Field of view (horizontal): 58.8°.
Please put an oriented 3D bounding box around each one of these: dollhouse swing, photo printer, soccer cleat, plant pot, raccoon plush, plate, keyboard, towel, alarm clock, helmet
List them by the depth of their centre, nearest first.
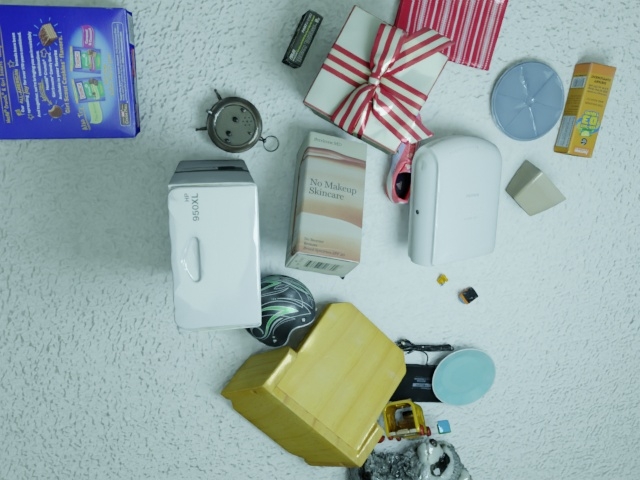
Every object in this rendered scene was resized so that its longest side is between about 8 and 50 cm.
[{"bbox_3d":[-0.183,-0.262,1.334,0.192,0.064,0.129,24,98,-19],"label":"alarm clock"},{"bbox_3d":[0.314,-0.542,1.374,0.275,0.031,0.198,12,102,-14],"label":"towel"},{"bbox_3d":[0.212,-0.211,1.402,0.083,0.095,0.248,6,103,-12],"label":"soccer cleat"},{"bbox_3d":[-0.101,0.164,1.402,0.169,0.169,0.161,33,113,-17],"label":"helmet"},{"bbox_3d":[0.336,-0.105,1.410,0.256,0.107,0.307,-8,106,-35],"label":"photo printer"},{"bbox_3d":[0.554,-0.128,1.489,0.109,0.109,0.096,42,105,-17],"label":"plant pot"},{"bbox_3d":[-0.004,0.371,1.512,0.347,0.315,0.305,43,52,-17],"label":"dollhouse swing"},{"bbox_3d":[0.400,0.380,1.593,0.188,0.024,0.188,-3,110,-8],"label":"plate"},{"bbox_3d":[0.290,0.365,1.597,0.317,0.033,0.201,5,109,-13],"label":"keyboard"},{"bbox_3d":[0.232,0.726,1.631,0.299,0.216,0.446,0,134,-20],"label":"raccoon plush"}]

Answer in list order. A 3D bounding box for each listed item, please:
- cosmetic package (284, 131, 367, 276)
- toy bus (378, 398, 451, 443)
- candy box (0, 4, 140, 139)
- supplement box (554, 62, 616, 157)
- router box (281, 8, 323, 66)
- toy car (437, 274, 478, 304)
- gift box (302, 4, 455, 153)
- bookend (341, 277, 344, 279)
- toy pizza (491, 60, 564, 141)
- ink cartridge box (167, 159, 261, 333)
[{"bbox_3d":[0.014,-0.081,1.308,0.153,0.129,0.296,9,69,-14],"label":"cosmetic package"},{"bbox_3d":[0.239,0.491,1.564,0.191,0.202,0.104,4,64,-26],"label":"toy bus"},{"bbox_3d":[-0.559,-0.354,1.205,0.317,0.122,0.268,-2,105,-11],"label":"candy box"},{"bbox_3d":[0.683,-0.335,1.472,0.078,0.080,0.233,7,105,-10],"label":"supplement box"},{"bbox_3d":[-0.042,-0.456,1.293,0.038,0.092,0.122,23,99,-15],"label":"router box"},{"bbox_3d":[0.374,0.131,1.561,0.122,0.060,0.040,43,138,-1],"label":"toy car"},{"bbox_3d":[0.139,-0.336,1.242,0.276,0.258,0.255,24,98,2],"label":"gift box"},{"bbox_3d":[0.000,0.000,1.427,0.157,0.072,0.156,14,101,-13],"label":"bookend"},{"bbox_3d":[0.530,-0.357,1.461,0.201,0.032,0.201,-2,104,-9],"label":"toy pizza"},{"bbox_3d":[-0.224,-0.011,1.212,0.166,0.395,0.285,-3,105,-10],"label":"ink cartridge box"}]
